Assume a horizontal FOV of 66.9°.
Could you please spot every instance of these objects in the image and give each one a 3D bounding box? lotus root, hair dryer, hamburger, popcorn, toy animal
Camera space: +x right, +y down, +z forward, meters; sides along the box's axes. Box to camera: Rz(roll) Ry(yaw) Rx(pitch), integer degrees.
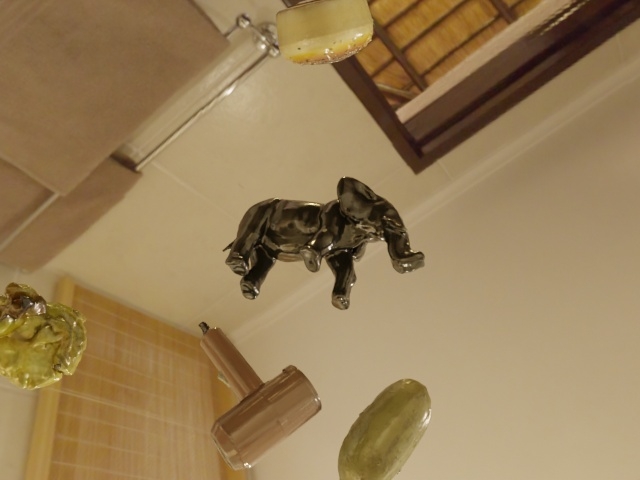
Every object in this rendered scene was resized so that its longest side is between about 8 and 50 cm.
[{"bbox_3d":[0.076,0.257,0.623,0.077,0.090,0.183,29,-114,31],"label":"lotus root"},{"bbox_3d":[-0.097,0.161,0.562,0.117,0.064,0.182,-31,-127,-25],"label":"hair dryer"},{"bbox_3d":[0.007,-0.270,0.625,0.127,0.081,0.141,-11,-152,6],"label":"hamburger"},{"bbox_3d":[-0.551,0.185,0.912,0.174,0.195,0.168,4,-118,32],"label":"popcorn"},{"bbox_3d":[0.001,-0.004,0.578,0.245,0.114,0.146,10,-140,9],"label":"toy animal"}]
